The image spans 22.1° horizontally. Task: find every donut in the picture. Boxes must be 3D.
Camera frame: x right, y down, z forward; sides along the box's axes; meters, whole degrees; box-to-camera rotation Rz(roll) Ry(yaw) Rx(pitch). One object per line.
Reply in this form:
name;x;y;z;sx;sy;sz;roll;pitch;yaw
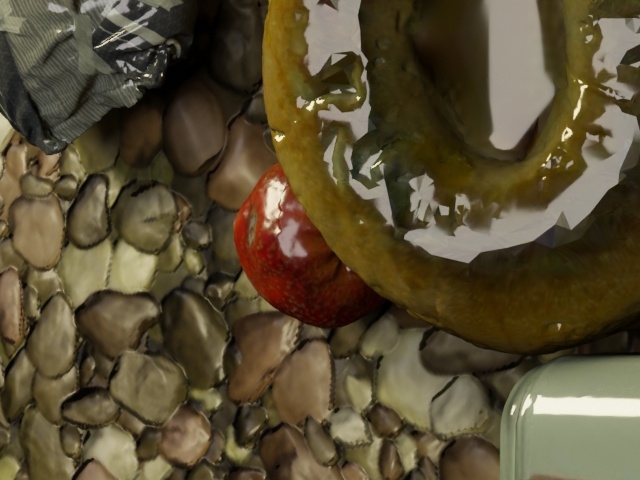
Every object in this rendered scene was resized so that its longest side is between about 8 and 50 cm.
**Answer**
donut;0.076;-0.081;0.685;0.208;0.128;0.262;-7;92;15

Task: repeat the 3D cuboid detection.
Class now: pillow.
pillow;-0.163;-0.218;0.916;0.161;0.092;0.335;-25;74;27

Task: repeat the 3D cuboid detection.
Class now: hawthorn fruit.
hawthorn fruit;0.000;0.000;0.806;0.093;0.093;0.093;-1;87;35

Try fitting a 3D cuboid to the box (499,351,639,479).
box;0.170;0.182;0.628;0.182;0.175;0.312;-1;88;45
